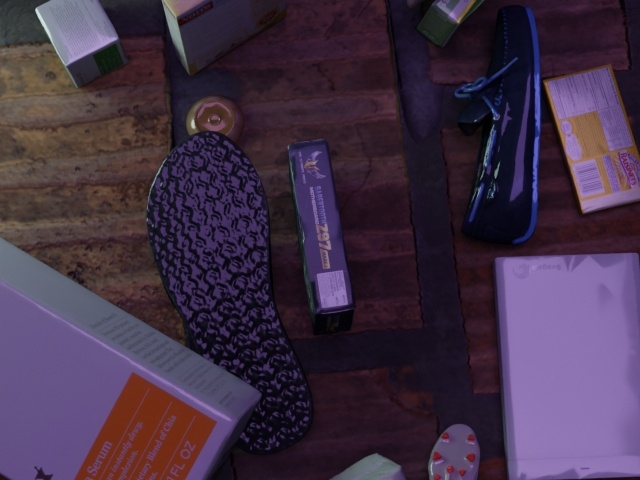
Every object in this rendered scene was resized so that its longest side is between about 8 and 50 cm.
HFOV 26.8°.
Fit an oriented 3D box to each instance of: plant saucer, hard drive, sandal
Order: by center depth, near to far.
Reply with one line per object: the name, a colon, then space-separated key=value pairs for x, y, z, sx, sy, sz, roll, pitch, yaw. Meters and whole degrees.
sandal: x=-0.130 y=0.074 z=1.846 sx=0.168 sy=0.107 sz=0.445 roll=-14 pitch=91 yaw=-5
hard drive: x=0.348 y=0.173 z=1.852 sx=0.203 sy=0.040 sz=0.307 roll=-2 pitch=78 yaw=-1
plant saucer: x=-0.151 y=-0.172 z=1.931 sx=0.083 sy=0.015 sz=0.083 roll=0 pitch=77 yaw=-1

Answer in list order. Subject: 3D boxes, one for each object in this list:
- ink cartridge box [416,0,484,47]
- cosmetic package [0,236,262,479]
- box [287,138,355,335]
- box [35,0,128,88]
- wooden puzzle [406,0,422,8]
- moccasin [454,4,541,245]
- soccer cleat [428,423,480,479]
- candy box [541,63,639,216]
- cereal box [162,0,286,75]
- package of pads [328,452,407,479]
ink cartridge box: x=0.223 y=-0.374 z=1.869 sx=0.056 sy=0.235 sz=0.171 roll=37 pitch=80 yaw=-1
cosmetic package: x=-0.333 y=0.193 z=1.741 sx=0.453 sy=0.161 sz=0.230 roll=29 pitch=100 yaw=6
box: x=0.000 y=0.000 z=1.810 sx=0.059 sy=0.183 sz=0.232 roll=-8 pitch=77 yaw=-3
box: x=-0.338 y=-0.290 z=1.910 sx=0.087 sy=0.101 sz=0.102 roll=-27 pitch=79 yaw=-6
wooden puzzle: x=0.214 y=-0.429 z=1.862 sx=0.221 sy=0.238 sz=0.044 roll=-35 pitch=113 yaw=27
moccasin: x=0.246 y=-0.167 z=1.877 sx=0.117 sy=0.138 sz=0.342 roll=1 pitch=77 yaw=4
soccer cleat: x=0.177 y=0.342 z=1.802 sx=0.068 sy=0.076 sz=0.196 roll=2 pitch=57 yaw=10
candy box: x=0.394 y=-0.144 z=1.928 sx=0.105 sy=0.027 sz=0.206 roll=-13 pitch=78 yaw=-6
cereal box: x=-0.128 y=-0.324 z=1.850 sx=0.173 sy=0.240 sz=0.047 roll=-33 pitch=80 yaw=-8
package of pads: x=0.008 y=0.442 z=1.697 sx=0.296 sy=0.101 sz=0.229 roll=-27 pitch=105 yaw=-18
